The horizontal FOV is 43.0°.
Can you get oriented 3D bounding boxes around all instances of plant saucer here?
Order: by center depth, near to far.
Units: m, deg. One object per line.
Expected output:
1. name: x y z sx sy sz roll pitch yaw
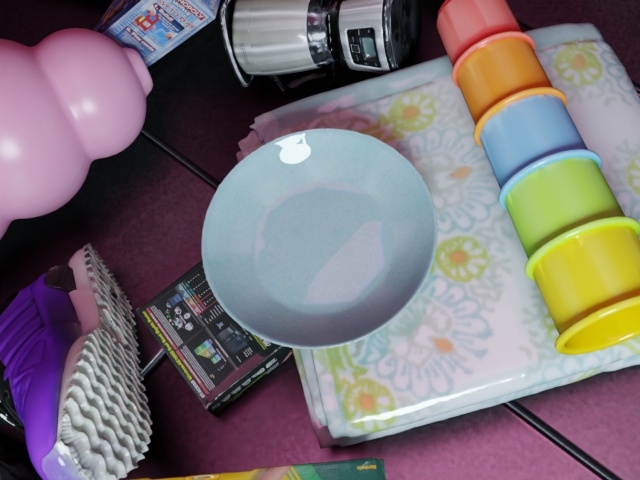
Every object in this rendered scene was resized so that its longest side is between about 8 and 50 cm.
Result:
1. plant saucer: 0.000 0.000 0.672 0.194 0.037 0.195 -4 67 8

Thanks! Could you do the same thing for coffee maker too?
1. coffee maker: 0.008 -0.239 0.818 0.178 0.120 0.171 2 68 19

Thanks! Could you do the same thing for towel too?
1. towel: 0.132 -0.014 0.726 0.374 0.090 0.321 -17 67 2

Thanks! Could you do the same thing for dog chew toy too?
1. dog chew toy: -0.320 -0.097 0.785 0.331 0.207 0.207 -28 64 -13

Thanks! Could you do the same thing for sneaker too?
1. sneaker: -0.230 0.120 0.667 0.146 0.102 0.293 -27 27 -2

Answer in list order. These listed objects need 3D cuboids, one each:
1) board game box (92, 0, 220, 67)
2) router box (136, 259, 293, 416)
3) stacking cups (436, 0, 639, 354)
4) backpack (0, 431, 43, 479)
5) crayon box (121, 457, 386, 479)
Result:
1. board game box: -0.151 -0.263 0.840 0.194 0.060 0.194 -1 57 54
2. router box: -0.097 0.084 0.744 0.092 0.038 0.122 -37 65 -9
3. stacking cups: 0.165 -0.070 0.647 0.096 0.096 0.316 -20 64 0
4. backpack: -0.321 0.241 0.668 0.152 0.115 0.182 31 77 18
5. crayon box: -0.083 0.263 0.599 0.278 0.081 0.165 -3 63 -8
